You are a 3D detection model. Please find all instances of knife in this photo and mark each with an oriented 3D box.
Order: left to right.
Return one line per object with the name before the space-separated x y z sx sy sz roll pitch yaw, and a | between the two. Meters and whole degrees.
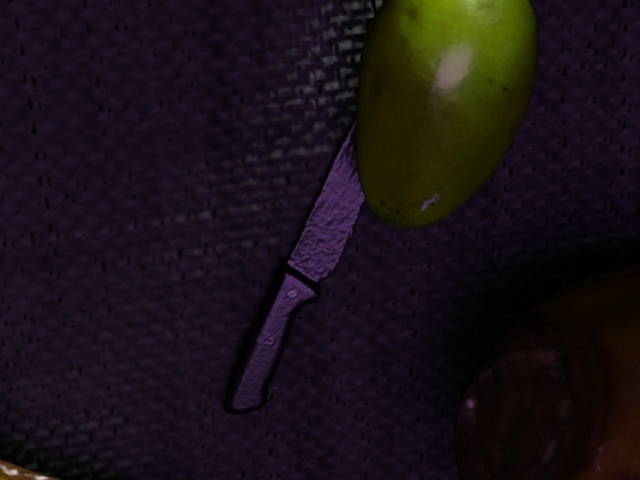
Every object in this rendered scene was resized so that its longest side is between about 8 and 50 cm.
knife | 0.000 0.000 0.585 0.023 0.010 0.170 19 106 -19

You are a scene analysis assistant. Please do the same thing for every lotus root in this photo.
lotus root | 0.151 0.099 0.555 0.180 0.199 0.188 20 101 -24

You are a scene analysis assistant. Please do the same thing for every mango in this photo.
mango | 0.046 -0.053 0.542 0.073 0.056 0.108 -6 124 -48

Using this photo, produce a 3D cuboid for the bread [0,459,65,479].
bread | -0.112 0.161 0.559 0.236 0.140 0.106 24 109 -21
